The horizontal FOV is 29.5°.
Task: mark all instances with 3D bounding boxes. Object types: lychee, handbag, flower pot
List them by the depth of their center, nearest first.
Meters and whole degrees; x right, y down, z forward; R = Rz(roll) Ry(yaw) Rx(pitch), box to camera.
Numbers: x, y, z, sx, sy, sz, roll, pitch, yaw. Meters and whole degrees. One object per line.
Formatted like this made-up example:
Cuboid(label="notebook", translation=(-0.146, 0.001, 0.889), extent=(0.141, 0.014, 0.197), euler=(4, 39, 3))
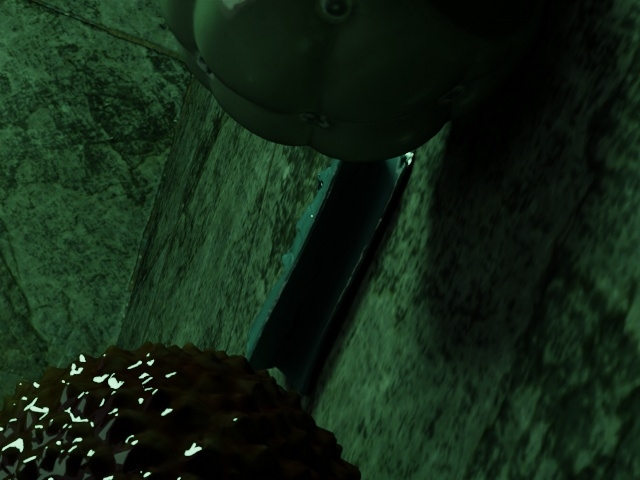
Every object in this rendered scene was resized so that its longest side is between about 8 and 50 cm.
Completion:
Cuboid(label="lychee", translation=(-0.087, 0.176, 0.703), extent=(0.267, 0.267, 0.268), euler=(-160, 90, -76))
Cuboid(label="flower pot", translation=(0.018, -0.172, 0.765), extent=(0.195, 0.246, 0.246), euler=(-15, 53, 43))
Cuboid(label="handbag", translation=(0.000, 0.000, 0.988), extent=(0.144, 0.057, 0.221), euler=(-100, 32, -72))
